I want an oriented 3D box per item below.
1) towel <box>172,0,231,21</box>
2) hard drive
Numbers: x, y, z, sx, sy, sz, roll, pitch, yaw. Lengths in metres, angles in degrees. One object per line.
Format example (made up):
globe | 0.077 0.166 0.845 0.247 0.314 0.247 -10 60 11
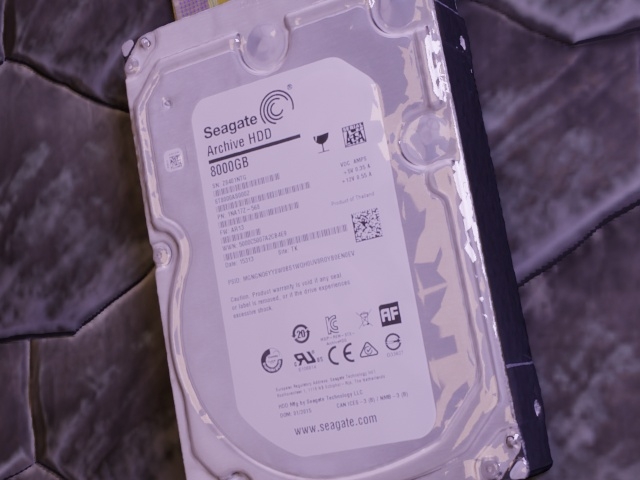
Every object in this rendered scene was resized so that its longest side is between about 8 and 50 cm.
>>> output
towel | -0.087 -0.196 0.843 0.060 0.009 0.083 -16 79 26
hard drive | 0.000 0.000 0.756 0.237 0.064 0.339 -14 80 25
